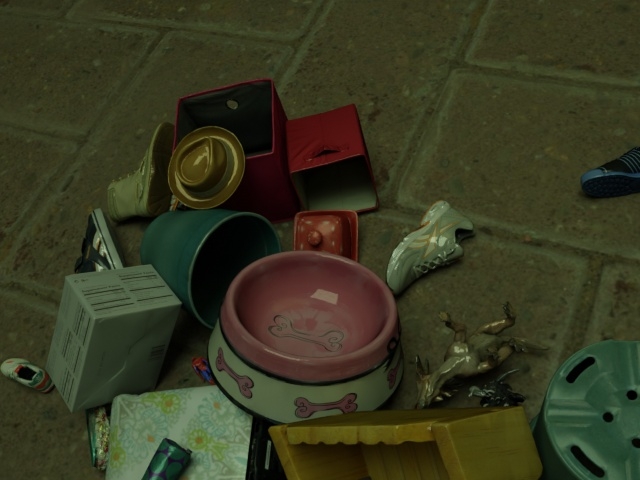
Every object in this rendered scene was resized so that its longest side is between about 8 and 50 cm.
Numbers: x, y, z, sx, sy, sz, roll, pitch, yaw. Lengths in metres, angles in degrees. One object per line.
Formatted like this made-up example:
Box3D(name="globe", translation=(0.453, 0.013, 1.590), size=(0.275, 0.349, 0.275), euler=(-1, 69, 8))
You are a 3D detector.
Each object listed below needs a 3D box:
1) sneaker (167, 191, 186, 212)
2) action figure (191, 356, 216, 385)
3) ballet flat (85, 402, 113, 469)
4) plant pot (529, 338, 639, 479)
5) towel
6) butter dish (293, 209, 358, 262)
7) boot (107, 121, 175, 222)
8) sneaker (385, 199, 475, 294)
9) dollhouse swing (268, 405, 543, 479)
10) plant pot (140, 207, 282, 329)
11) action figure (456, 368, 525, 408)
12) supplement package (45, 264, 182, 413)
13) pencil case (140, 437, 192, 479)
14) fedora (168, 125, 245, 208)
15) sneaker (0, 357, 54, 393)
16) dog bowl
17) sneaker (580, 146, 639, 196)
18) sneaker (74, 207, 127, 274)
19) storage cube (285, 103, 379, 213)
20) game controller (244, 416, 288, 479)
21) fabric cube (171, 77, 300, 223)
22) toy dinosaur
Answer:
Box3D(name="sneaker", translation=(-0.363, -0.130, 1.878), size=(0.084, 0.083, 0.215), euler=(11, 77, 48))
Box3D(name="action figure", translation=(-0.256, 0.295, 1.585), size=(0.038, 0.030, 0.115), euler=(-40, 50, -19))
Box3D(name="ballet flat", translation=(-0.483, 0.393, 1.565), size=(0.077, 0.091, 0.241), euler=(-6, 53, -25))
Box3D(name="plant pot", translation=(0.491, 0.342, 1.144), size=(0.340, 0.334, 0.341), euler=(-7, 55, 10))
Box3D(name="towel", translation=(-0.255, 0.459, 1.425), size=(0.374, 0.090, 0.321), euler=(-7, 59, 8))
Box3D(name="butter dish", translation=(0.000, 0.000, 1.636), size=(0.160, 0.118, 0.160), euler=(-1, 81, 16))
Box3D(name="boot", translation=(-0.474, -0.179, 1.883), size=(0.203, 0.095, 0.262), euler=(-8, 71, 41))
Box3D(name="sneaker", translation=(0.250, 0.027, 1.582), size=(0.121, 0.099, 0.262), euler=(31, 70, 26))
Box3D(name="dollhouse swing", translation=(0.143, 0.425, 1.106), size=(0.346, 0.315, 0.305), euler=(-13, 78, 41))
Box3D(name="plant pot", translation=(-0.272, 0.040, 1.633), size=(0.255, 0.272, 0.272), euler=(18, 63, 40))
Box3D(name="action figure", translation=(0.293, 0.358, 1.301), size=(0.140, 0.164, 0.276), euler=(21, 68, -11))
Box3D(name="supplement package", translation=(-0.447, 0.206, 1.518), size=(0.204, 0.262, 0.145), euler=(-8, 41, -44))
Box3D(name="pencil case", translation=(-0.306, 0.460, 1.347), size=(0.064, 0.070, 0.152), euler=(1, 57, 52))
Box3D(name="fedora", translation=(-0.263, -0.169, 1.563), size=(0.194, 0.079, 0.195), euler=(-2, 81, 10))
Box3D(name="sneaker", translation=(-0.709, 0.309, 1.679), size=(0.161, 0.075, 0.057), euler=(17, 63, 25))
Box3D(name="dog bowl", translation=(-0.022, 0.175, 1.421), size=(0.407, 0.150, 0.408), euler=(4, 36, -3))
Box3D(name="sneaker", translation=(0.697, -0.162, 1.591), size=(0.232, 0.081, 0.091), euler=(-6, 52, 4))
Box3D(name="sneaker", translation=(-0.560, 0.055, 1.777), size=(0.127, 0.126, 0.321), euler=(-24, 55, -8))
Box3D(name="storage cube", translation=(0.029, -0.189, 1.723), size=(0.183, 0.215, 0.193), euler=(-14, 48, 8))
Box3D(name="game controller", translation=(-0.072, 0.430, 1.349), size=(0.067, 0.166, 0.319), euler=(-36, 37, 39))
Box3D(name="fabric cube", translation=(-0.200, -0.208, 1.772), size=(0.254, 0.258, 0.259), euler=(-10, 55, 10))
Box3D(name="toy dinosaur", translation=(0.299, 0.234, 1.405), size=(0.295, 0.200, 0.127), euler=(-9, 52, -27))
